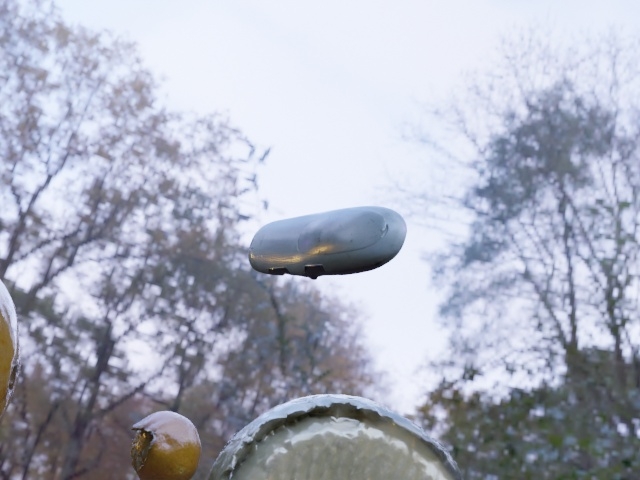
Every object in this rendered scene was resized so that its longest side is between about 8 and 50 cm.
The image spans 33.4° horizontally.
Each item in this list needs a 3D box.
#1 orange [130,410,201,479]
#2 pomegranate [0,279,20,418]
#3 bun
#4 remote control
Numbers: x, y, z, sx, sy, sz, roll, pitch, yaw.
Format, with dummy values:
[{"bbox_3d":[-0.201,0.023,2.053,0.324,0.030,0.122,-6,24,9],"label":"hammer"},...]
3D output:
[{"bbox_3d":[-0.308,0.409,2.079,0.157,0.156,0.134,-3,-25,31],"label":"orange"},{"bbox_3d":[-0.691,0.188,1.755,0.417,0.416,0.416,12,-27,6],"label":"pomegranate"},{"bbox_3d":[0.007,0.267,0.967,0.259,0.259,0.152,15,-17,-1],"label":"bun"},{"bbox_3d":[0.001,0.001,1.344,0.256,0.097,0.045,-8,-37,42],"label":"remote control"}]
